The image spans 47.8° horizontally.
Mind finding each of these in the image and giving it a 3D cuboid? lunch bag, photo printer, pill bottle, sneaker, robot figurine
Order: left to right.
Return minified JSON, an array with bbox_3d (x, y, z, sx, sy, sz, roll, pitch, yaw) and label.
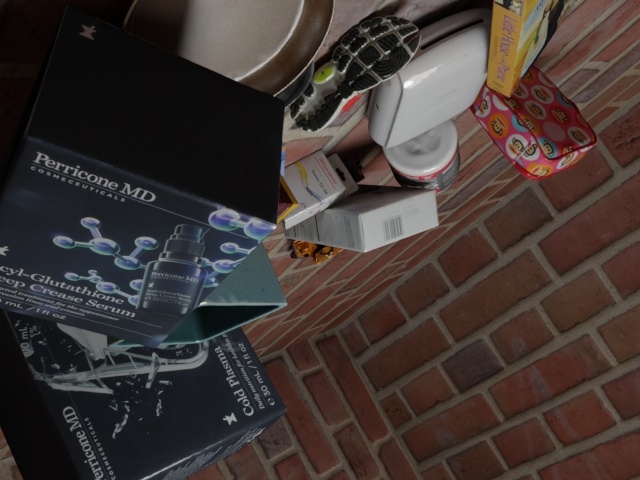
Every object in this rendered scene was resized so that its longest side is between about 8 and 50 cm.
[{"bbox_3d":[0.000,0.000,2.158,0.211,0.085,0.291,-30,165,0],"label":"robot figurine"},{"bbox_3d":[0.060,-0.306,1.307,0.279,0.107,0.118,-34,-176,23],"label":"sneaker"},{"bbox_3d":[0.256,-0.209,1.787,0.176,0.176,0.318,-32,165,6],"label":"pill bottle"},{"bbox_3d":[0.228,-0.332,1.466,0.256,0.107,0.307,-28,165,-12],"label":"photo printer"},{"bbox_3d":[0.539,-0.306,1.798,0.258,0.293,0.120,-21,158,-30],"label":"lunch bag"}]

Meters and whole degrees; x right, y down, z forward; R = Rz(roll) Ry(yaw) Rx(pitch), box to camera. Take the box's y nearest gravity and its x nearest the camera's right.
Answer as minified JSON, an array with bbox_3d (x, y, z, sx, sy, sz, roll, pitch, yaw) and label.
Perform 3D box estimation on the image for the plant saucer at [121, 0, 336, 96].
[{"bbox_3d":[-0.125,-0.287,0.964,0.310,0.050,0.310,-24,153,-13],"label":"plant saucer"}]

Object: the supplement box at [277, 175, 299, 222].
[{"bbox_3d":[-0.177,-0.103,1.271,0.129,0.191,0.194,-38,163,26],"label":"supplement box"}]

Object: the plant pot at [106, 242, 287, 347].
[{"bbox_3d":[-0.255,0.044,1.365,0.247,0.252,0.248,-26,161,30],"label":"plant pot"}]

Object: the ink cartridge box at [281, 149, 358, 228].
[{"bbox_3d":[-0.021,-0.126,1.647,0.198,0.115,0.067,-29,165,-10],"label":"ink cartridge box"}]

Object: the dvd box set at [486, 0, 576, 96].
[{"bbox_3d":[0.403,-0.461,1.255,0.308,0.062,0.420,-55,165,-4],"label":"dvd box set"}]

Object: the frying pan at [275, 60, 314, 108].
[{"bbox_3d":[-0.161,-0.245,1.110,0.326,0.053,0.197,-10,151,-29],"label":"frying pan"}]

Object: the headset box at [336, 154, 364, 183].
[{"bbox_3d":[0.065,-0.165,1.787,0.083,0.062,0.032,-31,166,5],"label":"headset box"}]

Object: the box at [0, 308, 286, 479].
[{"bbox_3d":[-0.417,0.295,1.551,0.471,0.480,0.297,-17,159,-42],"label":"box"}]

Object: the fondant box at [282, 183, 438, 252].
[{"bbox_3d":[0.088,-0.064,1.765,0.238,0.096,0.330,-18,-162,-33],"label":"fondant box"}]

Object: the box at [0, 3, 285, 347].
[{"bbox_3d":[-0.269,-0.052,0.960,0.293,0.212,0.395,20,141,-25],"label":"box"}]

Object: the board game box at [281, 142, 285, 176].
[{"bbox_3d":[-0.203,-0.115,1.504,0.281,0.027,0.145,-27,166,-12],"label":"board game box"}]
